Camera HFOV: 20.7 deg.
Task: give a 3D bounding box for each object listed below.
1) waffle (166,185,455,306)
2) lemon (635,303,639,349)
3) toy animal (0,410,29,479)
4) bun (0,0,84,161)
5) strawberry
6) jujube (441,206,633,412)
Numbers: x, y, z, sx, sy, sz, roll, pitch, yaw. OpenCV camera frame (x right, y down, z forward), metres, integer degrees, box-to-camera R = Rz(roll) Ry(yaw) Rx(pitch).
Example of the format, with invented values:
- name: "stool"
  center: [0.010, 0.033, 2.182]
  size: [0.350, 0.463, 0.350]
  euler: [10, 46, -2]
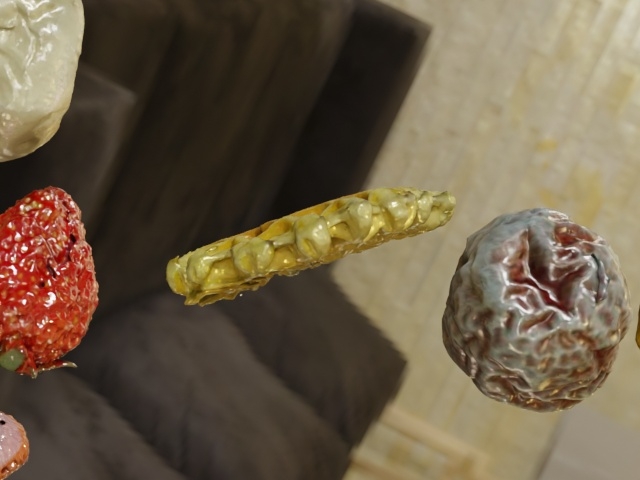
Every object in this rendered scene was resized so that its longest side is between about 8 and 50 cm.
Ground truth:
- name: "waffle"
  center: [-0.001, -0.002, 1.578]
  size: [0.250, 0.056, 0.261]
  euler: [-20, 174, 19]
- name: "lemon"
  center: [0.386, 0.089, 1.477]
  size: [0.233, 0.233, 0.288]
  euler: [110, -29, -42]
- name: "toy animal"
  center: [-0.300, 0.209, 1.502]
  size: [0.100, 0.103, 0.208]
  euler: [-75, 168, -50]
- name: "bun"
  center: [-0.346, -0.203, 1.870]
  size: [0.231, 0.133, 0.231]
  euler: [-20, -115, 52]
- name: "strawberry"
  center: [-0.300, 0.033, 1.867]
  size: [0.228, 0.174, 0.098]
  euler: [-56, 171, -30]
- name: "jujube"
  center: [0.252, 0.086, 2.043]
  size: [0.226, 0.226, 0.317]
  euler: [-62, 173, -16]
